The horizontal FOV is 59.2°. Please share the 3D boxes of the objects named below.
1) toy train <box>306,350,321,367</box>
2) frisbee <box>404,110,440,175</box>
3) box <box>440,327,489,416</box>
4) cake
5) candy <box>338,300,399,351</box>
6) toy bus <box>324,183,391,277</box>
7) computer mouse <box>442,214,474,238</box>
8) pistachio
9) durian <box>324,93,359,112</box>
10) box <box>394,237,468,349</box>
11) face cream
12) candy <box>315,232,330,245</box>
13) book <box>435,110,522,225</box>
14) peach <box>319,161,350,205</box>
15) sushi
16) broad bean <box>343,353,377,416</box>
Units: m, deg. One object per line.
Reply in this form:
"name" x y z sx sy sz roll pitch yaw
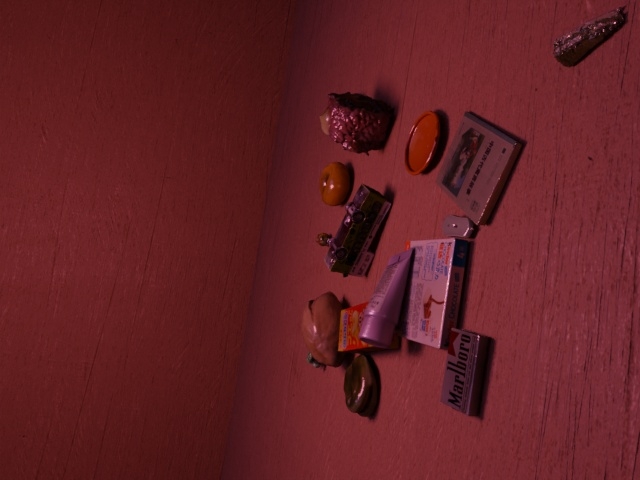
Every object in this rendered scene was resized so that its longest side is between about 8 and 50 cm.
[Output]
"toy train" -0.008 0.358 2.162 0.119 0.085 0.251 160 120 -75
"frisbee" 0.303 -0.282 1.648 0.192 0.035 0.192 -169 90 -71
"box" 0.325 0.294 1.273 0.115 0.036 0.177 -175 95 -72
"cake" 0.509 -0.394 1.080 0.140 0.055 0.051 138 145 -59
"candy" 0.146 0.269 1.735 0.276 0.088 0.146 147 129 -67
"toy bus" 0.129 -0.027 1.882 0.301 0.139 0.113 -65 22 17
"computer mouse" 0.347 -0.033 1.392 0.110 0.032 0.055 14 95 61
"pistachio" 0.021 0.312 1.976 0.162 0.181 0.293 -31 42 15
"durian" 0.100 -0.514 2.275 0.260 0.154 0.186 -35 22 54
"box" 0.280 0.132 1.471 0.265 0.048 0.273 177 103 -73
"face cream" 0.186 0.155 1.562 0.154 0.096 0.273 138 153 -71
"candy" 0.000 0.000 2.388 0.201 0.061 0.060 165 114 -79
"book" 0.379 -0.186 1.393 0.282 0.025 0.214 -114 40 -62
"peach" 0.056 -0.222 2.242 0.179 0.103 0.179 -172 90 -74
"sushi" 0.112 -0.421 1.997 0.270 0.237 0.170 -116 32 -55
"broad bean" 0.120 0.439 1.745 0.153 0.072 0.206 -52 29 31
